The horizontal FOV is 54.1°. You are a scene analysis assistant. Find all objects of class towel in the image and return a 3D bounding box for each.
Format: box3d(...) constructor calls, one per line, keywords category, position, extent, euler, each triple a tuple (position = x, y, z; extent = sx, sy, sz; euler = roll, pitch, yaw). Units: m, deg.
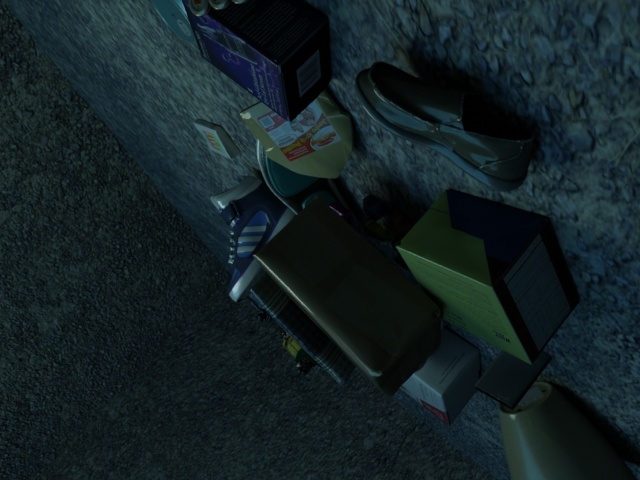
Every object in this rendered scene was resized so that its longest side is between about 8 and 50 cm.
box3d(category="towel", position=(0.029, 0.118, 1.473), extent=(0.312, 0.324, 0.056), euler=(46, 147, -7))

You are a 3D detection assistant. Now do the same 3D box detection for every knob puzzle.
box3d(category="knob puzzle", position=(-0.022, -0.191, 1.130), extent=(0.213, 0.030, 0.213), euler=(11, 136, 11))

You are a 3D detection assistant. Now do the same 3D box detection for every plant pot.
box3d(category="plant pot", position=(0.508, 0.457, 1.370), extent=(0.274, 0.256, 0.256), euler=(61, 164, -4))

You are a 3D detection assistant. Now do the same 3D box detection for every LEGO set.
box3d(category="LEGO set", position=(-0.006, 0.222, 1.920), extent=(0.192, 0.331, 0.255), euler=(42, -175, 34))
box3d(category="LEGO set", position=(0.131, -0.009, 1.266), extent=(0.227, 0.087, 0.093), euler=(34, 148, 32))

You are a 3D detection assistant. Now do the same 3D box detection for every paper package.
box3d(category="paper package", position=(0.064, 0.119, 1.202), extent=(0.325, 0.168, 0.309), euler=(43, 172, 22))

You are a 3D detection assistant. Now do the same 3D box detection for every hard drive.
box3d(category="hard drive", position=(0.392, 0.270, 1.280), extent=(0.094, 0.135, 0.022), euler=(25, 157, 51))

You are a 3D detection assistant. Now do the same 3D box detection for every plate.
box3d(category="plate", position=(-0.287, -0.451, 1.248), extent=(0.188, 0.024, 0.188), euler=(39, 164, 13))

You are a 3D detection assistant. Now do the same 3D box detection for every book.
box3d(category="book", position=(-0.289, -0.284, 1.733), extent=(0.144, 0.035, 0.096), euler=(27, 155, 51))

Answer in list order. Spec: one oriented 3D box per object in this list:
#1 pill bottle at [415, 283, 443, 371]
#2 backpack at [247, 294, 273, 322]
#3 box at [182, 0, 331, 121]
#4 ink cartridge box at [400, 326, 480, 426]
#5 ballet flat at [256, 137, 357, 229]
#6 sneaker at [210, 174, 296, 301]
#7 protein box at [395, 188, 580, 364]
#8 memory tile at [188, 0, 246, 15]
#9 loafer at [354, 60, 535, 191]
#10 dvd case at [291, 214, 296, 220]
box3d(category="pill bottle", position=(0.220, 0.209, 1.479), extent=(0.121, 0.121, 0.221), euler=(37, 140, 22))
box3d(category="backpack", position=(-0.135, 0.139, 2.106), extent=(0.213, 0.276, 0.263), euler=(43, 173, 19))
box3d(category="box", position=(-0.095, -0.310, 0.967), extent=(0.207, 0.108, 0.153), euler=(38, 166, 17))
box3d(category="ink cartridge box", position=(0.238, 0.302, 1.735), extent=(0.385, 0.160, 0.279), euler=(34, 164, 31))
box3d(category="ballet flat", position=(-0.042, -0.135, 1.332), extent=(0.139, 0.139, 0.400), euler=(30, 162, 42))
box3d(category="sneaker", position=(-0.224, -0.021, 1.733), extent=(0.236, 0.322, 0.130), euler=(33, -178, 10))
box3d(category="protein box", position=(0.265, 0.053, 0.992), extent=(0.200, 0.136, 0.201), euler=(26, 158, 50))
box3d(category="memory tile", position=(-0.134, -0.376, 0.854), extent=(0.148, 0.012, 0.113), euler=(-5, 103, 33))
box3d(category="loafer", position=(0.161, -0.162, 0.788), extent=(0.251, 0.094, 0.087), euler=(31, 140, 8))
box3d(category="dvd case", position=(-0.005, 0.027, 1.563), extent=(0.030, 0.179, 0.238), euler=(6, 144, 40))
